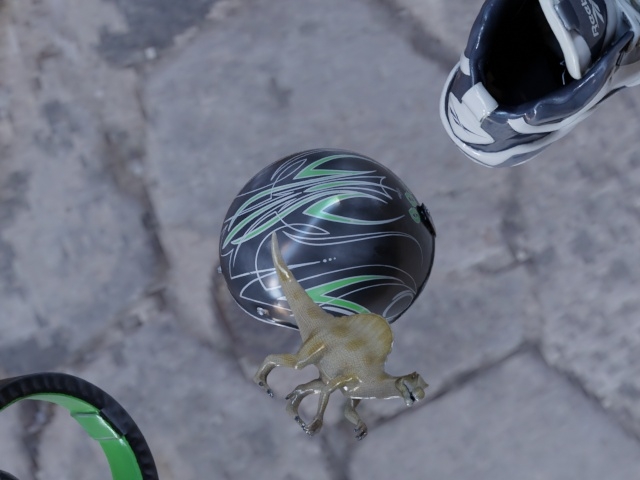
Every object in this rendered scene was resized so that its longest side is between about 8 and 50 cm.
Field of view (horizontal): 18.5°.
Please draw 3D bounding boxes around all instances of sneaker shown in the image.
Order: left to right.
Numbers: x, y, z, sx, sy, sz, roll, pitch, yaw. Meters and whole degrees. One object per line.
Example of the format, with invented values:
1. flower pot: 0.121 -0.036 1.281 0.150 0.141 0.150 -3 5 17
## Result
1. sneaker: 0.165 -0.136 1.116 0.235 0.153 0.094 -33 85 3

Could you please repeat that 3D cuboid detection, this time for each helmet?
1. helmet: 0.000 0.000 1.689 0.169 0.161 0.169 -20 60 40

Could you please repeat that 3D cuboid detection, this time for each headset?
1. headset: -0.298 0.298 1.719 0.185 0.394 0.243 -13 126 43

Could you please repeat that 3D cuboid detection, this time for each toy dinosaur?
1. toy dinosaur: 0.004 0.079 1.327 0.183 0.092 0.053 42 174 38
